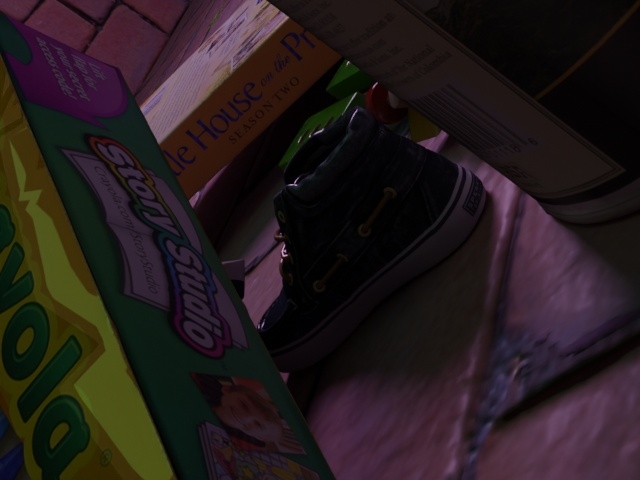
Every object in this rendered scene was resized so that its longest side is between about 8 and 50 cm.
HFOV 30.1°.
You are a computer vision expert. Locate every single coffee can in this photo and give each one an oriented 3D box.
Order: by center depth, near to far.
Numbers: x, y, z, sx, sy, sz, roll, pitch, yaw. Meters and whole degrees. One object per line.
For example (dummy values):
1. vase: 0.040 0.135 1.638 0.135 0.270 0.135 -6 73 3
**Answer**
1. coffee can: 0.048 -0.163 0.456 0.201 0.275 0.201 -50 16 20

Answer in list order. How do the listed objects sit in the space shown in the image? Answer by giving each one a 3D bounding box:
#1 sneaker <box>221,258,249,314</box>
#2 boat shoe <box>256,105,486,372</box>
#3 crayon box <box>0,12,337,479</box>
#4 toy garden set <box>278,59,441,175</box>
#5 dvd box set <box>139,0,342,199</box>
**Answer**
1. sneaker: -0.090 0.084 0.745 0.235 0.090 0.095 124 132 -72
2. boat shoe: 0.000 0.000 0.634 0.183 0.083 0.065 -43 19 41
3. crayon box: -0.166 0.115 0.564 0.313 0.106 0.363 -51 45 19
4. toy garden set: 0.081 -0.146 0.772 0.244 0.049 0.204 -58 13 -13
5. dvd box set: -0.064 -0.169 1.121 0.420 0.062 0.307 -41 17 20
